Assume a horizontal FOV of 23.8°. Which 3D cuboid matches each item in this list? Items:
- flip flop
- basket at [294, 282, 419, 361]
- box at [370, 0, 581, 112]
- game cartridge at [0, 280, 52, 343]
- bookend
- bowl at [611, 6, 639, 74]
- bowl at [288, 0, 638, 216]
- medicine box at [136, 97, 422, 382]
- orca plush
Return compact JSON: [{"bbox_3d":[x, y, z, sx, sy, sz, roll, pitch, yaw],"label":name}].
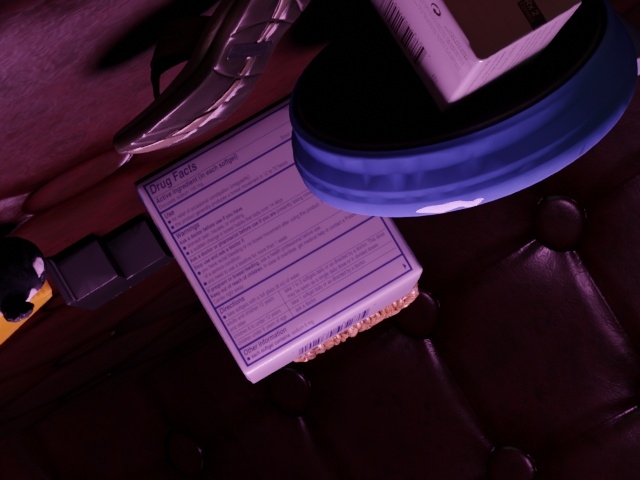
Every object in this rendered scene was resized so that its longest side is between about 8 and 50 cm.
[{"bbox_3d":[-0.101,-0.183,1.379,0.112,0.080,0.277,-14,148,-55],"label":"flip flop"},{"bbox_3d":[0.000,0.000,2.228,0.223,0.299,0.213,-31,174,8],"label":"basket"},{"bbox_3d":[0.135,-0.245,1.461,0.119,0.181,0.182,-31,174,-12],"label":"box"},{"bbox_3d":[-0.548,0.157,2.082,0.323,0.053,0.285,-28,174,-44],"label":"game cartridge"},{"bbox_3d":[-0.289,0.025,2.119,0.156,0.072,0.157,-32,173,2],"label":"bookend"},{"bbox_3d":[0.361,-0.278,2.372,0.311,0.163,0.311,-31,173,-4],"label":"bowl"},{"bbox_3d":[0.146,-0.173,1.652,0.391,0.077,0.391,-16,-148,11],"label":"bowl"},{"bbox_3d":[-0.054,-0.005,1.981,0.263,0.289,0.149,-30,172,-6],"label":"medicine box"},{"bbox_3d":[-0.415,0.031,1.677,0.287,0.102,0.151,-12,-152,-40],"label":"orca plush"}]
